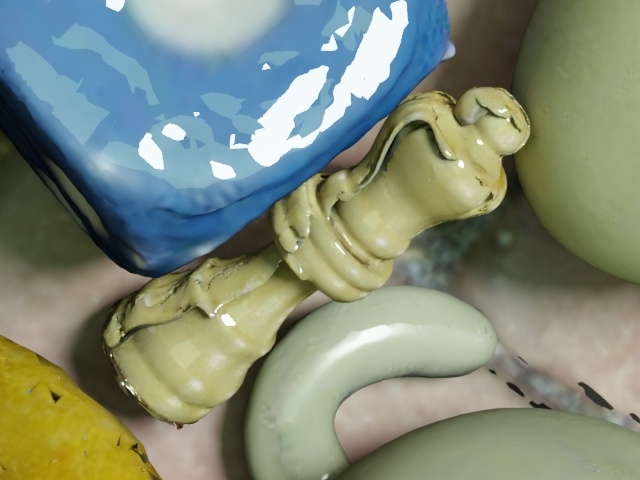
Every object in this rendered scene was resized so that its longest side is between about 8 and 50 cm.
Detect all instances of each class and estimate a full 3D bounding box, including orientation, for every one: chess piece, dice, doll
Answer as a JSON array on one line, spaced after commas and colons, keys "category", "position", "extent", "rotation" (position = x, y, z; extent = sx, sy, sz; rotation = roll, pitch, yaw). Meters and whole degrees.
[{"category": "chess piece", "position": [0.000, 0.001, 0.516], "extent": [0.172, 0.060, 0.060], "rotation": [-37, 100, 23]}, {"category": "dice", "position": [-0.051, -0.081, 0.495], "extent": [0.143, 0.146, 0.146], "rotation": [-37, 98, -8]}, {"category": "doll", "position": [0.092, 0.181, 0.456], "extent": [0.215, 0.370, 0.226], "rotation": [-40, 117, -3]}]

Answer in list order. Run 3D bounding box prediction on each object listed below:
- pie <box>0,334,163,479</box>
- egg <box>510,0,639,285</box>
[{"category": "pie", "position": [-0.176, 0.128, 0.451], "extent": [0.273, 0.273, 0.069], "rotation": [-18, 134, -9]}, {"category": "egg", "position": [0.183, -0.078, 0.515], "extent": [0.253, 0.188, 0.188], "rotation": [-36, 99, 1]}]
